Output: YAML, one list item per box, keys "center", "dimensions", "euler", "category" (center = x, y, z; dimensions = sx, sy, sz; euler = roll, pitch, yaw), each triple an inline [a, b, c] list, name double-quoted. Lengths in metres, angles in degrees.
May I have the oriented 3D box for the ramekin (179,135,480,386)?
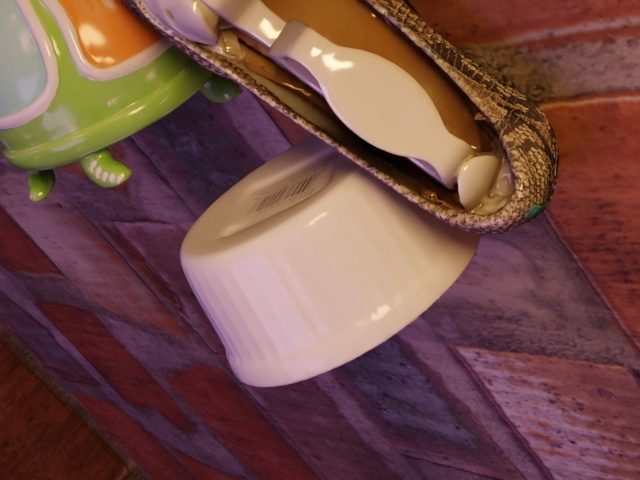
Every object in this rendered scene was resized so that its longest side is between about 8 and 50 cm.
- center: [0.000, 0.000, 1.266]
  dimensions: [0.277, 0.277, 0.135]
  euler: [-2, 124, 58]
  category: "ramekin"

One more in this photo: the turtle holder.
- center: [-0.253, -0.198, 1.360]
  dimensions: [0.227, 0.243, 0.320]
  euler: [61, 169, -22]
  category: "turtle holder"

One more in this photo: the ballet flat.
- center: [-0.011, -0.169, 1.086]
  dimensions: [0.483, 0.164, 0.182]
  euler: [37, -166, 5]
  category: "ballet flat"
